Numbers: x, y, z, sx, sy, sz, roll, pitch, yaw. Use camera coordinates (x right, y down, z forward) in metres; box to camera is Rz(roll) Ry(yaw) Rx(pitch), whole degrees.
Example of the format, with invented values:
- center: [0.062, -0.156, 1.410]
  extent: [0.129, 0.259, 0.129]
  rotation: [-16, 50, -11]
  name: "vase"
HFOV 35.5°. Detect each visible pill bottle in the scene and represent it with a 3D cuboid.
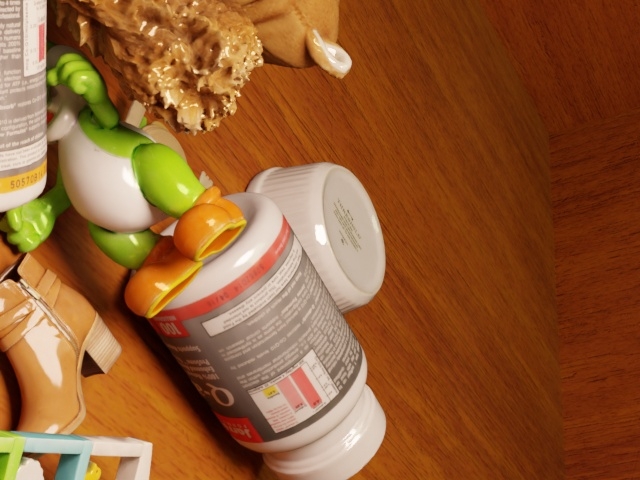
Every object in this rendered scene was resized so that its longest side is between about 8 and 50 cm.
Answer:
- center: [-0.067, 0.137, 1.278]
  extent: [0.363, 0.210, 0.210]
  rotation: [60, 29, -26]
  name: "pill bottle"
- center: [-0.316, -0.172, 0.857]
  extent: [0.162, 0.162, 0.278]
  rotation: [-37, 137, -62]
  name: "pill bottle"

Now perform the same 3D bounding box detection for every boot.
- center: [-0.298, 0.119, 1.009]
  extent: [0.152, 0.073, 0.197]
  rotation: [52, 34, -23]
  name: "boot"

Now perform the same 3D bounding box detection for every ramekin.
- center: [0.000, 0.000, 1.581]
  extent: [0.273, 0.127, 0.273]
  rotation: [39, 43, -49]
  name: "ramekin"

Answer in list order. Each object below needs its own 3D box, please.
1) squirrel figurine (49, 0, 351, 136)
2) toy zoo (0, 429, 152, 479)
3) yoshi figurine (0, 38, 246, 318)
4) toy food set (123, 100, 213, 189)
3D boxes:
- center: [-0.120, -0.290, 1.051]
  extent: [0.397, 0.281, 0.370]
  rotation: [-60, 144, -24]
  name: "squirrel figurine"
- center: [-0.255, 0.281, 0.952]
  extent: [0.293, 0.030, 0.192]
  rotation: [23, 77, -58]
  name: "toy zoo"
- center: [-0.261, -0.093, 1.030]
  extent: [0.362, 0.203, 0.203]
  rotation: [47, -17, 4]
  name: "yoshi figurine"
- center: [-0.218, -0.094, 1.320]
  extent: [0.192, 0.038, 0.132]
  rotation: [56, 38, -42]
  name: "toy food set"
